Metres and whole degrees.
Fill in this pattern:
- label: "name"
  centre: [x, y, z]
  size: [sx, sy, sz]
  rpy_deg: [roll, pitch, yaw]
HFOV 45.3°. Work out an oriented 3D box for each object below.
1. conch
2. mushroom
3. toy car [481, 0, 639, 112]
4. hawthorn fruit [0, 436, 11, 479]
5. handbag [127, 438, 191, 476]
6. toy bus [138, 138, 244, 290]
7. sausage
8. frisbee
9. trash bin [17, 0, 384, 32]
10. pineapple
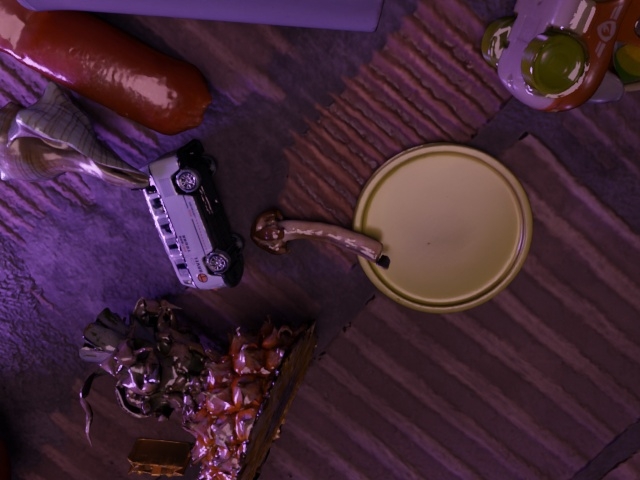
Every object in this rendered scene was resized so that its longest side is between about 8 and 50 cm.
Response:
- label: "conch"
  centre: [-0.332, -0.135, 0.936]
  size: [0.233, 0.137, 0.115]
  rpy_deg: [-2, 65, 19]
- label: "mushroom"
  centre: [0.000, 0.000, 0.991]
  size: [0.186, 0.061, 0.060]
  rpy_deg: [11, 97, 6]
- label: "toy car"
  centre: [0.323, -0.244, 0.869]
  size: [0.235, 0.145, 0.235]
  rpy_deg: [-5, 115, -11]
- label: "hawthorn fruit"
  centre: [-0.556, 0.364, 1.053]
  size: [0.330, 0.287, 0.287]
  rpy_deg: [37, 107, -15]
- label: "handbag"
  centre: [-0.233, 0.316, 1.115]
  size: [0.083, 0.061, 0.027]
  rpy_deg: [4, 106, 4]
- label: "toy bus"
  centre: [-0.165, -0.026, 0.990]
  size: [0.088, 0.087, 0.194]
  rpy_deg: [-14, 107, 15]
- label: "sausage"
  centre: [-0.293, -0.232, 0.925]
  size: [0.348, 0.094, 0.097]
  rpy_deg: [28, 92, -4]
- label: "frisbee"
  centre: [0.158, -0.014, 1.005]
  size: [0.235, 0.017, 0.236]
  rpy_deg: [1, 108, 3]
- label: "trash bin"
  centre: [-0.139, -0.361, 0.782]
  size: [0.431, 0.280, 0.281]
  rpy_deg: [6, 108, -2]
- label: "pineapple"
  centre: [-0.175, 0.174, 1.000]
  size: [0.271, 0.262, 0.263]
  rpy_deg: [23, 109, 10]
